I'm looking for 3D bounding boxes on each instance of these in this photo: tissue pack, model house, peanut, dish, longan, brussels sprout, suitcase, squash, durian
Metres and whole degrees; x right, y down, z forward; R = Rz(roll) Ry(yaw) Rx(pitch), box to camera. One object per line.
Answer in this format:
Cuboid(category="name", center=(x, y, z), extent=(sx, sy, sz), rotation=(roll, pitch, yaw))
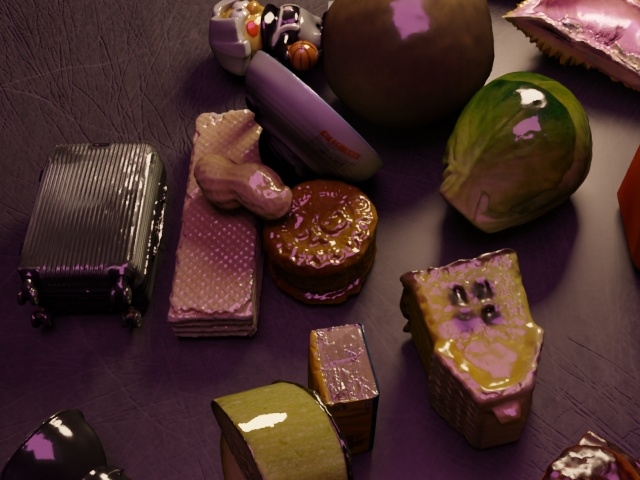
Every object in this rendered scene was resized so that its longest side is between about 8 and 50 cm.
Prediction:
Cuboid(category="tissue pack", center=(0.028, 0.206, 1.269), extent=(0.082, 0.169, 0.120), rotation=(-8, 54, -7))
Cuboid(category="model house", center=(0.208, 0.161, 1.271), extent=(0.174, 0.193, 0.234), rotation=(-7, 57, 0))
Cuboid(category="peanut", center=(-0.118, -0.082, 1.441), extent=(0.187, 0.082, 0.082), rotation=(15, 56, 30))
Cuboid(category="dish", center=(-0.041, -0.166, 1.511), extent=(0.134, 0.273, 0.273), rotation=(-47, 60, 1))
Cuboid(category="longan", center=(0.144, -0.327, 1.579), extent=(0.297, 0.297, 0.297), rotation=(-3, 54, 4))
Cuboid(category="brussels sprout", center=(0.303, -0.133, 1.472), extent=(0.219, 0.210, 0.271), rotation=(35, 80, 32))
Cuboid(category="suitcase", center=(-0.354, -0.015, 1.492), extent=(0.202, 0.128, 0.312), rotation=(-1, 53, 5))
Cuboid(category="squash", center=(-0.068, 0.293, 1.182), extent=(0.133, 0.220, 0.220), rotation=(-13, 49, -37))
Cuboid(category="durian", center=(0.504, -0.356, 1.668), extent=(0.341, 0.112, 0.191), rotation=(28, 52, 14))

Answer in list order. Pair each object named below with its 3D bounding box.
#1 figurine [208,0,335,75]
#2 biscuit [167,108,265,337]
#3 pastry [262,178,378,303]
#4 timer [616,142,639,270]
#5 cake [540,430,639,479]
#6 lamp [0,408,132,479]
Cuboid(category="figurine", center=(-0.086, -0.370, 1.716), extent=(0.236, 0.133, 0.176), rotation=(2, 39, 3))
Cuboid(category="biscuit", center=(-0.156, -0.041, 1.521), extent=(0.143, 0.078, 0.426), rotation=(-1, 53, 6))
Cuboid(category="pastry", center=(0.000, 0.000, 1.460), extent=(0.188, 0.103, 0.189), rotation=(-3, 55, 4))
Cuboid(category="timer", center=(0.581, -0.069, 1.358), extent=(0.257, 0.250, 0.161), rotation=(3, 55, 8))
Cuboid(category="cake", center=(0.327, 0.354, 1.057), extent=(0.198, 0.293, 0.196), rotation=(33, 61, 30))
Cuboid(category="lamp", center=(-0.293, 0.352, 1.230), extent=(0.227, 0.147, 0.172), rotation=(36, 78, 19))
